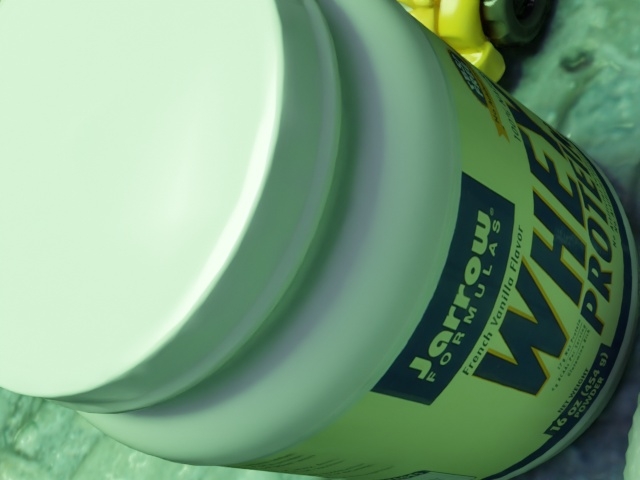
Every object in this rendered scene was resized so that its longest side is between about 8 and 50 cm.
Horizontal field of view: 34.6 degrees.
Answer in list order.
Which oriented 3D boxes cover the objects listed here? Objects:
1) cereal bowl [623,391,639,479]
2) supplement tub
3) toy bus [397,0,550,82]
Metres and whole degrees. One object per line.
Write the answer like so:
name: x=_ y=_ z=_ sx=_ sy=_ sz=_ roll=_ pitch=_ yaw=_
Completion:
cereal bowl: x=0.276 y=0.109 z=0.403 sx=0.339 sy=0.141 sz=0.338 roll=-11 pitch=71 yaw=34
supplement tub: x=0.000 y=0.000 z=0.520 sx=0.235 sy=0.325 sz=0.235 roll=-11 pitch=70 yaw=34
toy bus: x=0.051 y=-0.227 z=0.628 sx=0.149 sy=0.211 sz=0.220 roll=15 pitch=87 yaw=37
